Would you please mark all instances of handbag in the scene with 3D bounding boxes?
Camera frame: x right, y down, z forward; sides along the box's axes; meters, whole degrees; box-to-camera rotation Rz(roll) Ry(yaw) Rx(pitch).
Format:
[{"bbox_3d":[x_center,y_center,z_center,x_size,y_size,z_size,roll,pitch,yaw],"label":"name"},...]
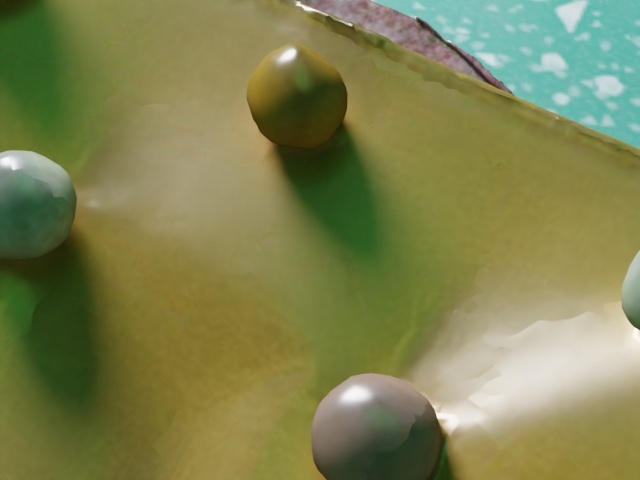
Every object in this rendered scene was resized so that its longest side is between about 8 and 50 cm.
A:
[{"bbox_3d":[-0.044,0.050,0.452,0.401,0.133,0.283,29,72,19],"label":"handbag"}]

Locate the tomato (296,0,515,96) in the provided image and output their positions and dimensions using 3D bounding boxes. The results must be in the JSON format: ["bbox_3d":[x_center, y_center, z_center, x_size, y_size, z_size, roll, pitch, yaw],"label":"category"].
[{"bbox_3d":[0.000,0.000,0.602,0.199,0.112,0.228,-19,63,-6],"label":"tomato"}]
